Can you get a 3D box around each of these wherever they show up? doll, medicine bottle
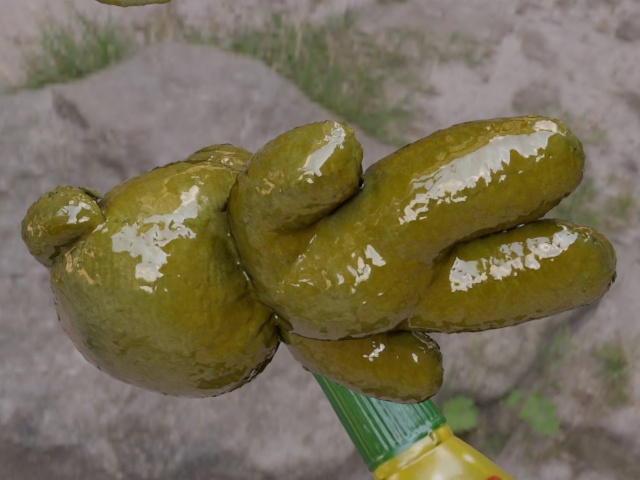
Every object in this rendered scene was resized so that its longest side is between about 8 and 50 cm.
[{"bbox_3d":[0.000,0.000,0.580,0.209,0.137,0.097,-9,49,14],"label":"doll"},{"bbox_3d":[0.065,0.142,0.898,0.095,0.064,0.260,-29,80,-30],"label":"medicine bottle"}]

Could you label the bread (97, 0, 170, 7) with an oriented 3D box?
[{"bbox_3d":[-0.128,-0.317,1.315,0.186,0.257,0.124,-5,60,-24],"label":"bread"}]
